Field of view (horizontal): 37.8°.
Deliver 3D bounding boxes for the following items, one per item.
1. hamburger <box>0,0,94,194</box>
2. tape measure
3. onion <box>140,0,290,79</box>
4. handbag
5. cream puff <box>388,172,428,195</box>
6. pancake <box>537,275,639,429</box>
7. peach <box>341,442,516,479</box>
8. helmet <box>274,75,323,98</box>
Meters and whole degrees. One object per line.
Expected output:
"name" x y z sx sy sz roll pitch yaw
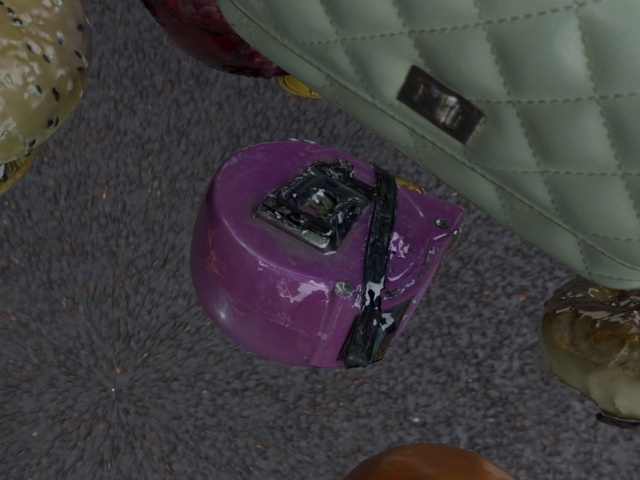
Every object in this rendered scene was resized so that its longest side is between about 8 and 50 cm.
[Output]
"hamburger" -0.391 -0.170 0.904 0.318 0.195 0.277 20 51 -35
"tape measure" 0.000 0.000 0.897 0.231 0.149 0.245 28 40 7
"onion" -0.035 -0.239 0.640 0.252 0.252 0.219 -11 47 -14
"handbag" 0.072 -0.095 0.329 0.256 0.219 0.079 35 67 6
"cream puff" 0.097 -0.018 1.282 0.149 0.084 0.149 18 55 -28
"pancake" 0.333 0.029 0.671 0.382 0.382 0.071 -23 101 -15
"peach" 0.143 0.452 1.255 0.342 0.343 0.302 33 37 -6
"helmet" 0.031 -0.298 1.353 0.205 0.257 0.140 -5 82 8
